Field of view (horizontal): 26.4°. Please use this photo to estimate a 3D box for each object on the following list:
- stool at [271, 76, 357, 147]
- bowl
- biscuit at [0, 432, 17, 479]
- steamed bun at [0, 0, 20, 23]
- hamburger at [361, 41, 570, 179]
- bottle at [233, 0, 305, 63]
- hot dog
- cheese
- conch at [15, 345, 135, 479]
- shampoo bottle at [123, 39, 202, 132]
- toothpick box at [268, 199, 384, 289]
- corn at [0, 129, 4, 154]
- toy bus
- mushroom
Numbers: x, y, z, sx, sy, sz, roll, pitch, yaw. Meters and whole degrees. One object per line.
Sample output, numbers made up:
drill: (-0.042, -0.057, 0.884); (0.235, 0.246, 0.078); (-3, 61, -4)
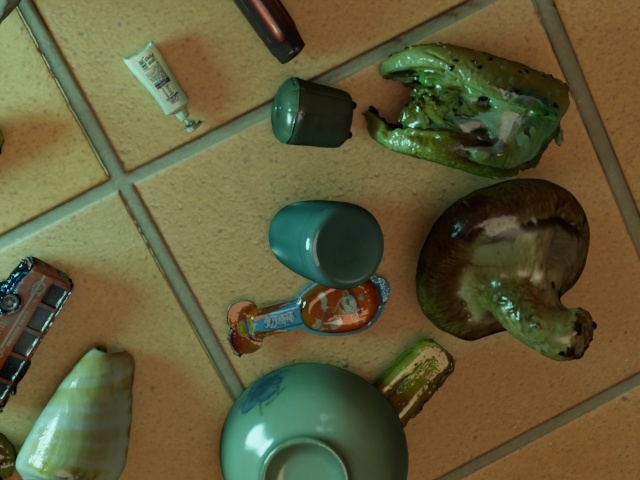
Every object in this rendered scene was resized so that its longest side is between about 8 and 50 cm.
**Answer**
stool: (-0.010, -0.178, 1.937); (0.110, 0.096, 0.096); (9, 103, -19)
bowl: (-0.018, 0.332, 1.996); (0.289, 0.146, 0.289); (1, 96, 7)
biscuit: (-0.586, 0.375, 1.982); (0.314, 0.063, 0.367); (-36, 109, -5)
steamed bun: (-0.496, -0.415, 1.699); (0.309, 0.309, 0.309); (-3, 105, -11)
hamburger: (0.222, -0.180, 1.940); (0.288, 0.192, 0.168); (15, 91, -15)
bottle: (-0.082, -0.322, 1.904); (0.060, 0.060, 0.164); (-36, 108, -1)
hot dog: (0.090, 0.266, 2.087); (0.083, 0.068, 0.289); (44, 97, 5)
cheese: (-0.017, 0.106, 2.037); (0.256, 0.037, 0.106); (-15, 105, -8)
conch: (-0.344, 0.284, 1.968); (0.158, 0.127, 0.255); (16, 100, -17)
shampoo bottle: (-0.217, -0.210, 1.916); (0.049, 0.034, 0.141); (-36, 109, -8)
toothpick box: (0.000, 0.000, 1.933); (0.120, 0.184, 0.120); (-3, 97, -25)
corn: (-0.527, -0.110, 1.863); (0.203, 0.072, 0.072); (-26, 108, -5)
toy bus: (-0.444, 0.137, 1.944); (0.096, 0.073, 0.235); (27, 97, -23)
mushroom: (0.274, 0.035, 1.976); (0.267, 0.254, 0.267); (-2, 97, -21)
